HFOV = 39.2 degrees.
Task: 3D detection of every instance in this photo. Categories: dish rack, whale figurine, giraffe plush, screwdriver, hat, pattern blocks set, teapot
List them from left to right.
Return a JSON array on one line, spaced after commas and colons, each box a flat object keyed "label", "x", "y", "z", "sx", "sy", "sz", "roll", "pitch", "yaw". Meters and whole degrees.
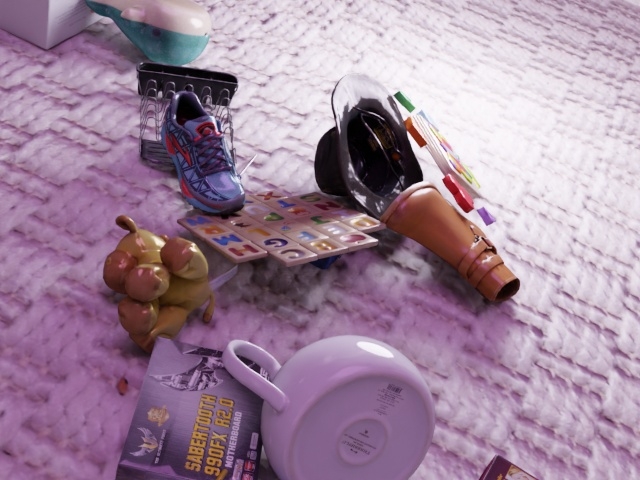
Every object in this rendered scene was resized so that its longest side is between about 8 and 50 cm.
[{"label": "whale figurine", "x": -0.370, "y": -0.459, "z": 1.926, "sx": 0.272, "sy": 0.141, "sz": 0.216, "roll": 18, "pitch": 21, "yaw": 10}, {"label": "giraffe plush", "x": -0.260, "y": 0.045, "z": 1.384, "sx": 0.170, "sy": 0.181, "sz": 0.210, "roll": 32, "pitch": 33, "yaw": 27}, {"label": "dish rack", "x": -0.260, "y": -0.239, "z": 1.764, "sx": 0.208, "sy": 0.074, "sz": 0.271, "roll": 4, "pitch": 42, "yaw": -15}, {"label": "screwdriver", "x": -0.148, "y": -0.129, "z": 1.722, "sx": 0.025, "sy": 0.024, "sz": 0.170, "roll": 0, "pitch": 31, "yaw": 26}, {"label": "teapot", "x": 0.018, "y": 0.226, "z": 1.236, "sx": 0.253, "sy": 0.256, "sz": 0.187, "roll": -20, "pitch": 28, "yaw": -14}, {"label": "hat", "x": 0.065, "y": -0.155, "z": 1.710, "sx": 0.331, "sy": 0.134, "sz": 0.331, "roll": 34, "pitch": 47, "yaw": -46}, {"label": "pattern blocks set", "x": 0.249, "y": -0.164, "z": 1.774, "sx": 0.285, "sy": 0.026, "sz": 0.324, "roll": 21, "pitch": 35, "yaw": -60}]

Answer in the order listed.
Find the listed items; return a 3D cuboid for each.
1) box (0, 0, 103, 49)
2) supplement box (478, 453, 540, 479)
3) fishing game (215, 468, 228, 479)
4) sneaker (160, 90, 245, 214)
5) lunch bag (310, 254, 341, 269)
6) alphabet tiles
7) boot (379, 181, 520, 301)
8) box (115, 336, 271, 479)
[{"label": "box", "x": -0.560, "y": -0.610, "z": 1.860, "sx": 0.168, "sy": 0.345, "sz": 0.215, "roll": 26, "pitch": 40, "yaw": 10}, {"label": "supplement box", "x": 0.293, "y": 0.398, "z": 1.240, "sx": 0.188, "sy": 0.080, "sz": 0.104, "roll": 30, "pitch": 42, "yaw": 14}, {"label": "fishing game", "x": -0.047, "y": 0.398, "z": 1.103, "sx": 0.264, "sy": 0.041, "sz": 0.189, "roll": 40, "pitch": 50, "yaw": 7}, {"label": "sneaker", "x": -0.213, "y": -0.159, "z": 1.589, "sx": 0.104, "sy": 0.125, "sz": 0.262, "roll": -20, "pitch": 60, "yaw": -26}, {"label": "lunch bag", "x": 0.000, "y": 0.000, "z": 1.593, "sx": 0.098, "sy": 0.067, "sz": 0.065, "roll": 29, "pitch": 41, "yaw": 13}, {"label": "alphabet tiles", "x": -0.069, "y": -0.029, "z": 1.530, "sx": 0.285, "sy": 0.011, "sz": 0.342, "roll": -12, "pitch": 23, "yaw": -29}, {"label": "boot", "x": 0.235, "y": 0.016, "z": 1.585, "sx": 0.220, "sy": 0.109, "sz": 0.283, "roll": 52, "pitch": 14, "yaw": 25}, {"label": "box", "x": -0.168, "y": 0.251, "z": 1.255, "sx": 0.183, "sy": 0.056, "sz": 0.231, "roll": 15, "pitch": 40, "yaw": -5}]
